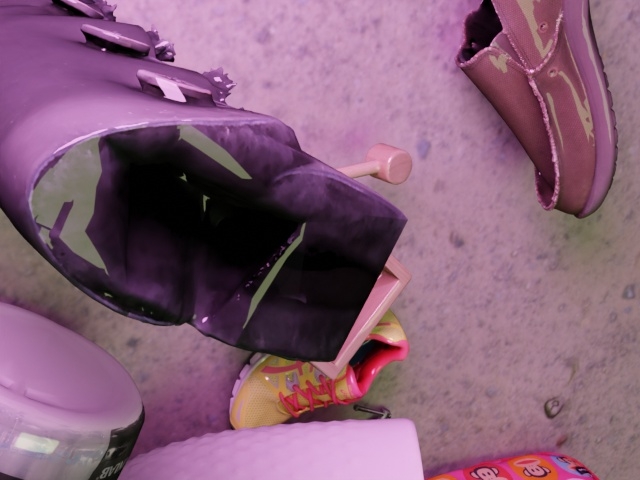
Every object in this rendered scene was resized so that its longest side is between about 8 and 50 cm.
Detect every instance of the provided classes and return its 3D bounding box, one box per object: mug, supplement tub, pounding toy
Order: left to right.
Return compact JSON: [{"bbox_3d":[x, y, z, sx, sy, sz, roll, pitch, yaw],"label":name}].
[{"bbox_3d":[-0.304,0.236,0.984,0.207,0.207,0.338,18,106,-39],"label":"supplement tub"},{"bbox_3d":[-0.065,0.361,1.123,0.328,0.276,0.374,-3,100,0],"label":"mug"},{"bbox_3d":[-0.002,-0.010,1.110,0.206,0.094,0.181,-53,127,-7],"label":"pounding toy"}]

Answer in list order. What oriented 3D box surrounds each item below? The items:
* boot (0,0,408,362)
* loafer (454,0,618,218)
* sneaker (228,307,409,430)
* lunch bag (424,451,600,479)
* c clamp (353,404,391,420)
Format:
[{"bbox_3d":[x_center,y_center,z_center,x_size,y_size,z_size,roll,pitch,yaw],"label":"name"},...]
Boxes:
[{"bbox_3d":[-0.212,-0.089,0.678,0.367,0.445,0.146,5,115,-35],"label":"boot"},{"bbox_3d":[0.189,-0.180,1.118,0.130,0.134,0.366,-15,118,3],"label":"loafer"},{"bbox_3d":[0.000,0.136,1.194,0.208,0.094,0.081,-38,133,-5],"label":"sneaker"},{"bbox_3d":[0.249,0.377,1.396,0.293,0.258,0.120,-6,121,-30],"label":"lunch bag"},{"bbox_3d":[0.047,0.258,1.353,0.137,0.022,0.160,15,107,-44],"label":"c clamp"}]
